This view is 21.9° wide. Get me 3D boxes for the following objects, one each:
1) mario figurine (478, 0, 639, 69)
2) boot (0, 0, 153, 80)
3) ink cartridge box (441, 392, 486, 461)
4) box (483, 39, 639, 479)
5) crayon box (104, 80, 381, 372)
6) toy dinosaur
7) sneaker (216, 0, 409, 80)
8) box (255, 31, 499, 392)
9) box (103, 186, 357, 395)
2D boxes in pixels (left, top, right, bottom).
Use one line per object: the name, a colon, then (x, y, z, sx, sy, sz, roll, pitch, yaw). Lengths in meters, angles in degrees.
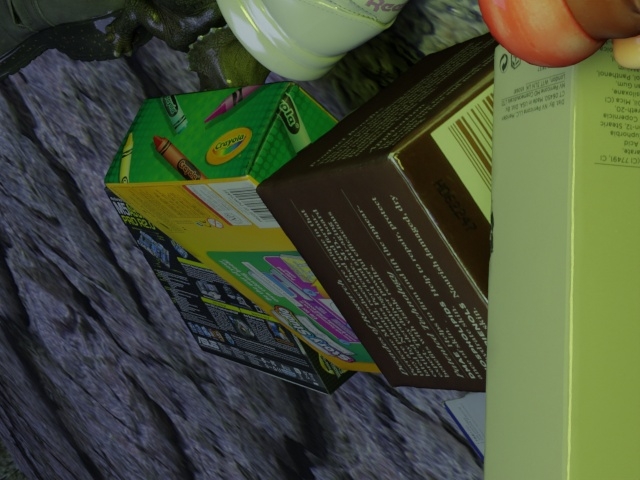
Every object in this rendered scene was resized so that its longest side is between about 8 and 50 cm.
mario figurine: (0.199, -0.161, 0.716, 0.320, 0.170, 0.198, 9, 98, 46)
boot: (-0.288, -0.256, 1.415, 0.338, 0.118, 0.222, -8, 129, 38)
ink cartridge box: (0.218, 0.149, 1.194, 0.165, 0.065, 0.333, 54, 157, -5)
box: (0.154, 0.028, 0.869, 0.094, 0.113, 0.275, 172, 103, -67)
crayon box: (0.000, 0.000, 1.203, 0.165, 0.081, 0.278, 0, 148, 48)
toy dinosaur: (-0.111, -0.217, 1.246, 0.160, 0.121, 0.313, 7, 128, 45)
sneaker: (-0.038, -0.258, 1.045, 0.152, 0.114, 0.305, -26, 100, 44)
box: (0.101, -0.021, 1.011, 0.167, 0.168, 0.203, 55, 159, -11)
box: (-0.086, 0.030, 1.623, 0.270, 0.060, 0.216, 10, 134, 59)
